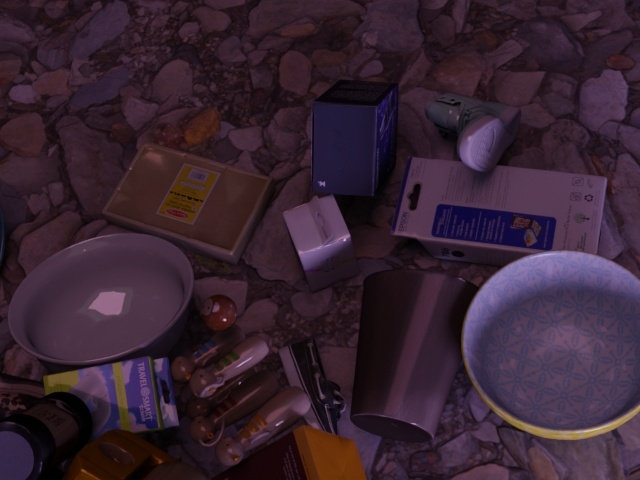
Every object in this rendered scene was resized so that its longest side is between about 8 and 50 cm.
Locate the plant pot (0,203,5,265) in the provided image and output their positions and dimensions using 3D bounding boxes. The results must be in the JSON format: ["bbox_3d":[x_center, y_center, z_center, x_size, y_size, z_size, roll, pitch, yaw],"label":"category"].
[{"bbox_3d":[-0.727,-0.009,1.905,0.255,0.271,0.271,-4,57,26],"label":"plant pot"}]

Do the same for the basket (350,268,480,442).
[{"bbox_3d":[0.130,0.177,1.686,0.204,0.154,0.226,-5,60,40],"label":"basket"}]

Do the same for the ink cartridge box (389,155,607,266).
[{"bbox_3d":[0.292,-0.042,1.837,0.333,0.065,0.165,9,61,14],"label":"ink cartridge box"}]

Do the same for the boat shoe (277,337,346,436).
[{"bbox_3d":[0.000,0.242,1.711,0.070,0.077,0.219,-23,56,-2],"label":"boat shoe"}]

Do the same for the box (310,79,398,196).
[{"bbox_3d":[0.058,-0.173,1.851,0.108,0.153,0.207,5,20,12],"label":"box"}]

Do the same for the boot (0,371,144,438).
[{"bbox_3d":[-0.476,0.350,1.686,0.378,0.138,0.284,14,75,6],"label":"boot"}]

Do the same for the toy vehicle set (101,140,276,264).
[{"bbox_3d":[-0.231,-0.070,1.966,0.267,0.035,0.166,18,64,20],"label":"toy vehicle set"}]

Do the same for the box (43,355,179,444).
[{"bbox_3d":[-0.303,0.233,1.619,0.178,0.042,0.109,-11,78,1],"label":"box"}]

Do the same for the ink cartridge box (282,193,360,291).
[{"bbox_3d":[0.000,0.000,1.818,0.090,0.143,0.092,-22,58,-3],"label":"ink cartridge box"}]

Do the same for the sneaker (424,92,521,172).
[{"bbox_3d":[0.230,-0.183,1.863,0.151,0.094,0.256,15,21,19],"label":"sneaker"}]

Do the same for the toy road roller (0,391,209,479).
[{"bbox_3d":[-0.329,0.371,1.494,0.330,0.202,0.240,27,97,5],"label":"toy road roller"}]

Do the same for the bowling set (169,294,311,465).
[{"bbox_3d":[-0.159,0.192,1.638,0.154,0.287,0.199,-35,103,-18],"label":"bowling set"}]

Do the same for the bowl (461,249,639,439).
[{"bbox_3d":[0.354,0.174,1.640,0.290,0.156,0.289,-4,59,7],"label":"bowl"}]

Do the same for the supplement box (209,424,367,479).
[{"bbox_3d":[-0.036,0.392,1.555,0.194,0.129,0.191,-34,55,22],"label":"supplement box"}]

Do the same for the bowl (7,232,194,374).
[{"bbox_3d":[-0.333,0.130,1.786,0.298,0.134,0.297,-7,40,6],"label":"bowl"}]
